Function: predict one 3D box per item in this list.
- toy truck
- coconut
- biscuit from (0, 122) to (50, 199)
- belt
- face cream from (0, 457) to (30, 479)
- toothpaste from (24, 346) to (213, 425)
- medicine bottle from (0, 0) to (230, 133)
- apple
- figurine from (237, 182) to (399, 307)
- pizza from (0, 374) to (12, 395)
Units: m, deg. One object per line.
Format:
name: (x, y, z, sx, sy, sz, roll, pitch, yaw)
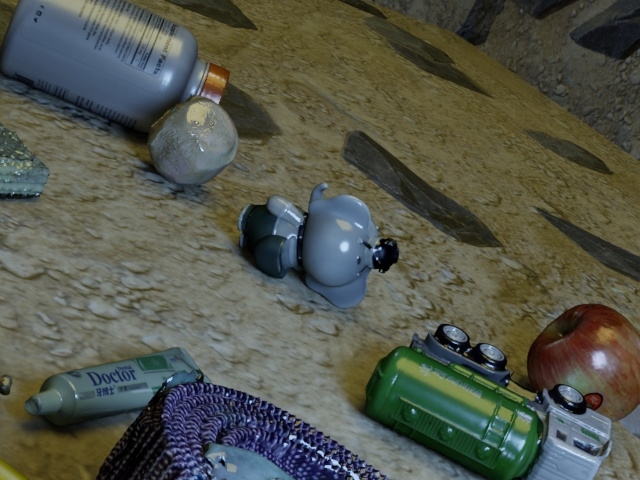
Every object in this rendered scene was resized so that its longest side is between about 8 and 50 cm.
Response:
toy truck: (0.165, 0.178, 1.171, 0.243, 0.101, 0.125, 26, 24, 5)
coconut: (-0.168, -0.124, 1.489, 0.110, 0.124, 0.110, 13, 66, -30)
biscuit: (-0.413, -0.102, 1.203, 0.250, 0.046, 0.147, 3, 31, -50)
belt: (0.003, 0.222, 0.769, 0.325, 0.122, 0.260, 37, 8, -3)
face cream: (-0.223, 0.165, 0.724, 0.273, 0.078, 0.078, 32, 20, 15)
toothpaste: (-0.163, 0.122, 0.978, 0.064, 0.041, 0.218, 48, 23, 21)
medicine bottle: (-0.271, -0.242, 1.579, 0.289, 0.157, 0.157, 23, 20, -13)
apple: (0.319, 0.148, 1.384, 0.131, 0.146, 0.146, 52, 15, -13)
figurine: (0.000, 0.000, 1.375, 0.192, 0.147, 0.126, 14, 34, 19)
pizza: (-0.275, 0.067, 0.805, 0.185, 0.052, 0.195, 33, -16, -33)
